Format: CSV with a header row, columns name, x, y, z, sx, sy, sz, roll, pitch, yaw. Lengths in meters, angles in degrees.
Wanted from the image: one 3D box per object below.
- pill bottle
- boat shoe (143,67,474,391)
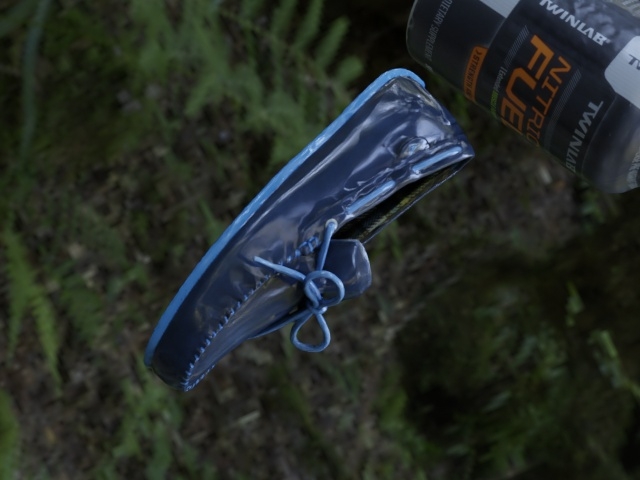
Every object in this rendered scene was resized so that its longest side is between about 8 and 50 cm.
name,x,y,z,sx,sy,sz,roll,pitch,yaw
pill bottle,0.192,-0.122,1.189,0.245,0.130,0.130,38,12,21
boat shoe,0.000,0.000,1.015,0.089,0.258,0.109,41,-13,6
